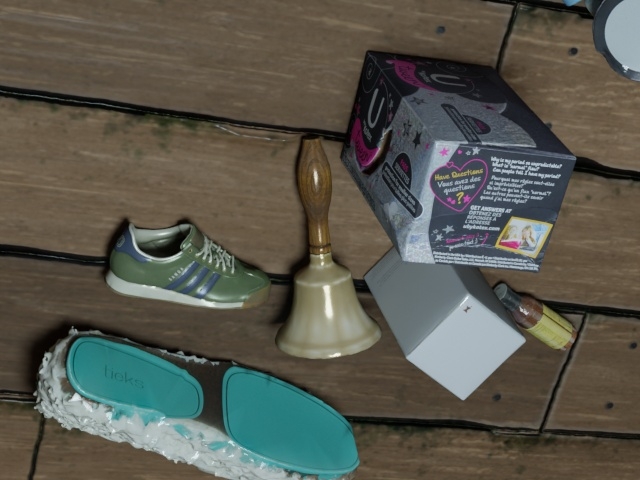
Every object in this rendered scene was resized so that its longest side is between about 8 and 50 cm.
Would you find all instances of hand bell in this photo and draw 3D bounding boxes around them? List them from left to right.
[{"bbox_3d":[0.000,0.000,1.687,0.126,0.126,0.242,-9,110,-11],"label":"hand bell"}]

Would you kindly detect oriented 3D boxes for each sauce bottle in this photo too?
[{"bbox_3d":[0.265,0.093,1.839,0.128,0.042,0.042,36,105,-28],"label":"sauce bottle"}]

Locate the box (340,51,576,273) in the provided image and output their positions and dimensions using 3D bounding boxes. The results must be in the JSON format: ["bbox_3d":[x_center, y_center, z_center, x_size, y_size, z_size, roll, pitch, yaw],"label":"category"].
[{"bbox_3d":[0.137,-0.089,1.575,0.163,0.247,0.142,5,116,-19],"label":"box"}]

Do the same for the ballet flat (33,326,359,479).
[{"bbox_3d":[-0.153,0.210,1.754,0.409,0.147,0.147,23,111,-23],"label":"ballet flat"}]

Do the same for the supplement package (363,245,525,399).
[{"bbox_3d":[0.141,0.078,1.712,0.105,0.179,0.105,-45,120,11],"label":"supplement package"}]

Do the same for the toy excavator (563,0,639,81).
[{"bbox_3d":[0.343,-0.447,1.446,0.433,0.222,0.445,-37,98,30],"label":"toy excavator"}]

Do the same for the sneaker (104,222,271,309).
[{"bbox_3d":[-0.142,0.023,1.666,0.192,0.064,0.086,6,122,-16],"label":"sneaker"}]
